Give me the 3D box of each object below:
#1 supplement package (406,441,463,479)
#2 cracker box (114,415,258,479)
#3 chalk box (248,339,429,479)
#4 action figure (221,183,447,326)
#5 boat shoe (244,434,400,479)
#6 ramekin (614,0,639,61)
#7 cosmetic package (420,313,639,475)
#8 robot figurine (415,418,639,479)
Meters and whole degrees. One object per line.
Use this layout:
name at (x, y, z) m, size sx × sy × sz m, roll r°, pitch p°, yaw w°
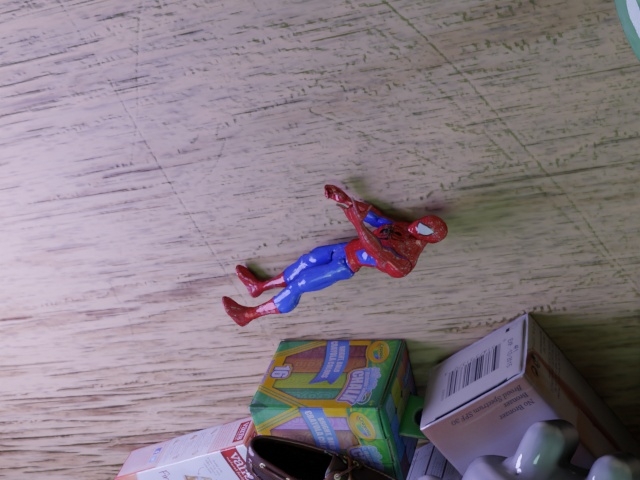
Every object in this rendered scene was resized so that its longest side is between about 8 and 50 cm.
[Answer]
supplement package at (0.200, 0.396, 1.316) m, size 0.145 × 0.204 × 0.262 m, roll -35°, pitch 105°, yaw 32°
cracker box at (-0.145, 0.340, 1.484) m, size 0.232 × 0.067 × 0.155 m, roll -21°, pitch 113°, yaw 28°
chalk box at (0.044, 0.207, 1.293) m, size 0.213 × 0.132 × 0.132 m, roll -4°, pitch 120°, yaw 20°
action figure at (0.000, 0.000, 1.196) m, size 0.280 × 0.091 × 0.139 m, roll -17°, pitch 124°, yaw 27°
boat shoe at (0.011, 0.274, 1.220) m, size 0.207 × 0.073 × 0.073 m, roll 10°, pitch 127°, yaw 12°
ramekin at (0.388, -0.223, 0.806) m, size 0.303 × 0.148 × 0.303 m, roll -1°, pitch 101°, yaw -4°
cosmetic package at (0.266, 0.250, 1.241) m, size 0.153 × 0.129 × 0.296 m, roll -36°, pitch 106°, yaw 27°
robot figurine at (0.199, 0.357, 1.081) m, size 0.300 × 0.200 × 0.353 m, roll 27°, pitch 94°, yaw 28°
